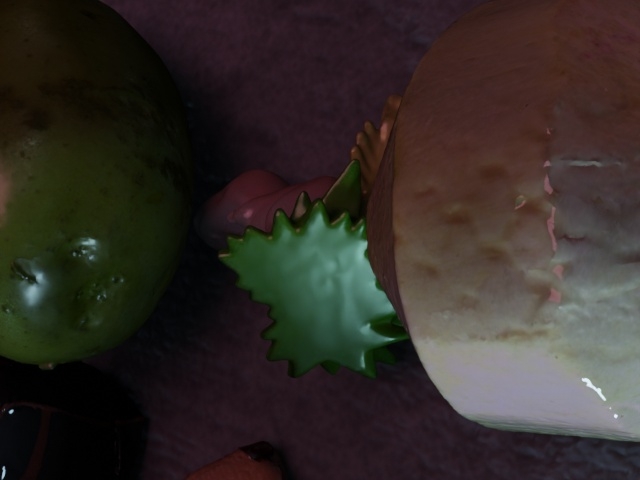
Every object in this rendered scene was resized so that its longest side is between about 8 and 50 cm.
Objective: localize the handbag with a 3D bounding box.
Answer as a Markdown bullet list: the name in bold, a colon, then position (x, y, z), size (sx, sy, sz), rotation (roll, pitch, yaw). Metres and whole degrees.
- **handbag**: position (-0.245, 0.183, 0.884), size (0.155, 0.169, 0.215), rotation (33, 96, 35)

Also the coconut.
- **coconut**: position (0.140, -0.010, 0.642), size (0.259, 0.259, 0.259), rotation (-10, 72, 32)

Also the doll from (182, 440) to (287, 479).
- **doll**: position (-0.105, 0.280, 0.808), size (0.303, 0.156, 0.201), rotation (-41, 44, -16)

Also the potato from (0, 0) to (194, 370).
- **potato**: position (-0.190, -0.056, 0.875), size (0.216, 0.216, 0.304), rotation (-25, 38, 26)

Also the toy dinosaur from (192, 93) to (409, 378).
- **toy dinosaur**: position (0.005, 0.005, 0.818), size (0.194, 0.152, 0.177), rotation (-25, 25, 17)
